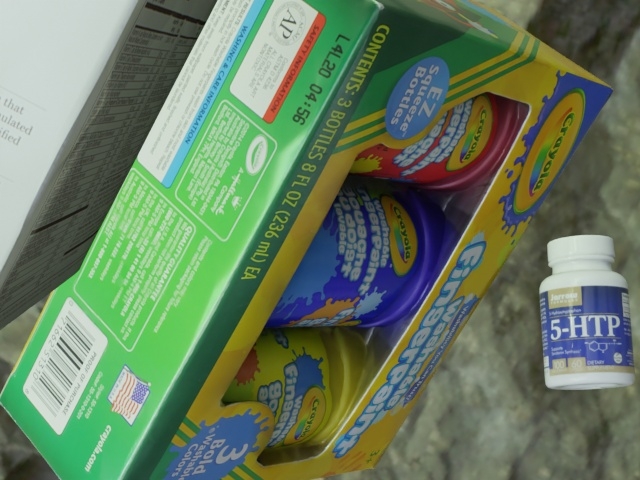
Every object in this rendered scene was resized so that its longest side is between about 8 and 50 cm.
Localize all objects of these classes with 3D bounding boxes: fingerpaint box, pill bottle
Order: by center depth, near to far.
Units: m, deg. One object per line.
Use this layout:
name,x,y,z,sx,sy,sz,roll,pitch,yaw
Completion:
fingerpaint box,0.000,0.000,0.974,0.371,0.163,0.444,5,-59,-53
pill bottle,0.336,0.092,1.473,0.112,0.112,0.186,13,-109,-51

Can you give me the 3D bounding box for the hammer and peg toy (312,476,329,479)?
hammer and peg toy,-0.129,0.243,1.602,0.266,0.361,0.127,52,-130,-16

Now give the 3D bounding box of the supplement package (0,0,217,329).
supplement package,-0.146,-0.129,0.465,0.262,0.199,0.198,-61,3,8
